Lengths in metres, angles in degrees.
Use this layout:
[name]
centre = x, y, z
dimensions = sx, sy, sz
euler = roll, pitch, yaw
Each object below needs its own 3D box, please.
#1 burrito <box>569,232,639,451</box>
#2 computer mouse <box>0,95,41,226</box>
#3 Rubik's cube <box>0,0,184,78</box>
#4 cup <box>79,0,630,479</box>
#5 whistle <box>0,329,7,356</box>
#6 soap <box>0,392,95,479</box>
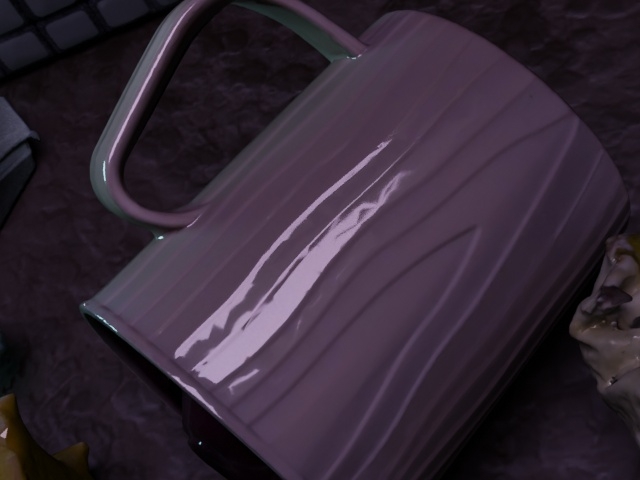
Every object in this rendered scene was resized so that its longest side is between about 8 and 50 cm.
[burrito]
centre = 0.270, 0.125, 0.717
dimensions = 0.190, 0.135, 0.332
euler = -19, 49, -29
[computer mouse]
centre = -0.304, -0.028, 1.023
dimensions = 0.126, 0.071, 0.231
euler = 19, 70, 25
[Rubik's cube]
centre = -0.246, -0.294, 1.052
dimensions = 0.238, 0.237, 0.237
euler = -23, 57, 6
[cup]
centre = 0.000, 0.006, 0.815
dimensions = 0.288, 0.208, 0.273
euler = 40, 78, 10
[whistle]
centre = -0.338, 0.115, 0.936
dimensions = 0.269, 0.093, 0.180
euler = -26, 80, -2
[soap]
centre = -0.257, 0.288, 0.797
dimensions = 0.335, 0.156, 0.293
euler = -25, 59, 6
